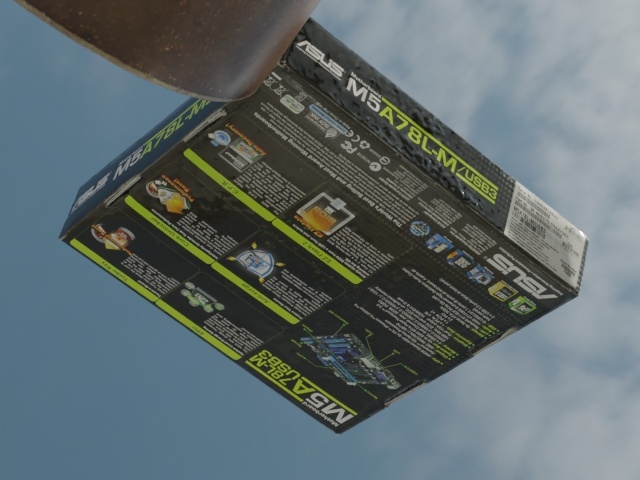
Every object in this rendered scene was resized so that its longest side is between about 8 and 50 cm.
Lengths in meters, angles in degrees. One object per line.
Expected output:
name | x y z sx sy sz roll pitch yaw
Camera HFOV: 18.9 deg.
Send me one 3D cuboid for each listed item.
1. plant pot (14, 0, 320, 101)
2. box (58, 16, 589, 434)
plant pot | -0.023 -0.198 0.570 0.215 0.215 0.230 44 -73 0
box | 0.000 0.000 0.934 0.191 0.184 0.045 36 -133 -20
